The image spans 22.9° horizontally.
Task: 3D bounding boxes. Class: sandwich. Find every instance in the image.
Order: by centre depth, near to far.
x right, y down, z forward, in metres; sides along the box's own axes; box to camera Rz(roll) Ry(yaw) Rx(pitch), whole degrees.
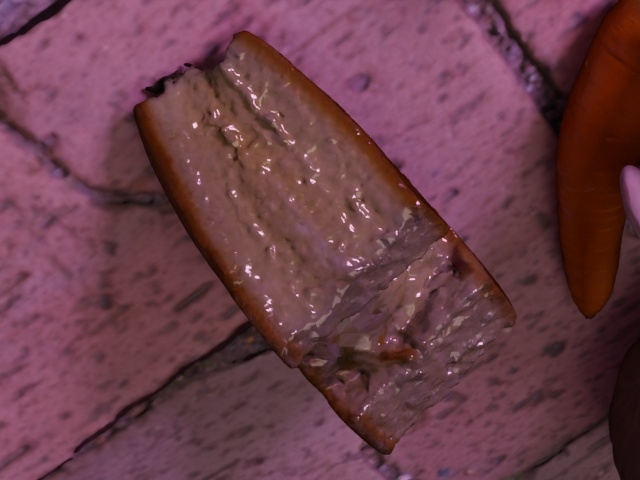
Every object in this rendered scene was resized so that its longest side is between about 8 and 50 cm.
[{"bbox_3d":[0.000,0.000,0.899,0.122,0.128,0.235,-41,132,4],"label":"sandwich"}]

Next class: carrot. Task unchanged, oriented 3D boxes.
[{"bbox_3d":[0.174,-0.046,0.977,0.062,0.066,0.271,21,131,13],"label":"carrot"}]

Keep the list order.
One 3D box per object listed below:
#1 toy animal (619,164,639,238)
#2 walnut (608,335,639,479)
[{"bbox_3d":[0.344,-0.057,0.891,0.310,0.247,0.183,-33,133,-32],"label":"toy animal"},{"bbox_3d":[0.306,0.124,1.074,0.224,0.224,0.224,-11,131,-13],"label":"walnut"}]
